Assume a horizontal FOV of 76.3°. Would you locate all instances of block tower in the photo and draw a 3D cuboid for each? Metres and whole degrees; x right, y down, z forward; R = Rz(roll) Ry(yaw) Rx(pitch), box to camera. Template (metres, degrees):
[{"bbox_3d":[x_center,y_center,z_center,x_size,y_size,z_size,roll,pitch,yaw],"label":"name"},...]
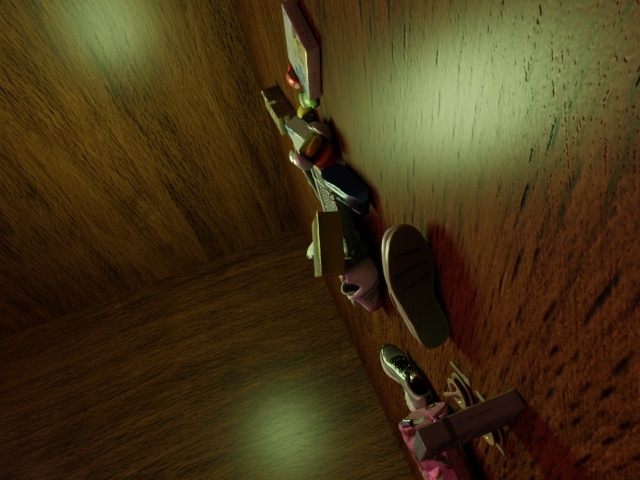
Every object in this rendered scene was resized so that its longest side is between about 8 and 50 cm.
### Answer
[{"bbox_3d":[-0.199,-0.636,1.971,0.097,0.090,0.336,76,171,-46],"label":"block tower"}]

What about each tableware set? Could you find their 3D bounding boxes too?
[{"bbox_3d":[0.336,0.379,0.916,0.194,0.039,0.128,-124,15,-66],"label":"tableware set"}]

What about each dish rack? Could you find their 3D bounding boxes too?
[{"bbox_3d":[0.060,-0.129,1.496,0.285,0.072,0.333,-122,13,-57],"label":"dish rack"}]

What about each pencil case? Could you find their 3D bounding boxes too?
[{"bbox_3d":[0.360,0.656,1.114,0.167,0.160,0.386,13,-130,-61],"label":"pencil case"}]

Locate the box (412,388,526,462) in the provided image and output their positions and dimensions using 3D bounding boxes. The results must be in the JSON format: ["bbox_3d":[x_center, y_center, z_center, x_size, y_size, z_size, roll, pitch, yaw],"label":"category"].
[{"bbox_3d":[0.262,0.338,0.738,0.145,0.186,0.038,77,172,-54],"label":"box"}]

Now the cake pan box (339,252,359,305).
[{"bbox_3d":[0.120,0.125,1.852,0.246,0.070,0.267,-120,11,-45],"label":"cake pan box"}]

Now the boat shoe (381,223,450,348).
[{"bbox_3d":[0.192,0.097,0.898,0.103,0.113,0.303,41,152,66],"label":"boat shoe"}]

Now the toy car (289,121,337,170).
[{"bbox_3d":[-0.010,-0.295,1.344,0.136,0.159,0.182,32,-172,-21],"label":"toy car"}]

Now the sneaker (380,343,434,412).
[{"bbox_3d":[0.289,0.439,1.345,0.271,0.100,0.108,-126,25,-48],"label":"sneaker"}]

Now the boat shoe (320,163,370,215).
[{"bbox_3d":[0.067,-0.148,1.220,0.258,0.108,0.089,-116,4,-54],"label":"boat shoe"}]

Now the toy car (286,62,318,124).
[{"bbox_3d":[-0.059,-0.492,1.400,0.225,0.053,0.239,-123,14,-64],"label":"toy car"}]

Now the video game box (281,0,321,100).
[{"bbox_3d":[-0.053,-0.549,1.189,0.205,0.048,0.187,86,164,-71],"label":"video game box"}]

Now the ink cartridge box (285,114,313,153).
[{"bbox_3d":[-0.053,-0.367,1.509,0.104,0.060,0.180,41,173,24],"label":"ink cartridge box"}]

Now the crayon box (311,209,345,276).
[{"bbox_3d":[0.024,0.020,1.361,0.323,0.083,0.203,124,143,-84],"label":"crayon box"}]

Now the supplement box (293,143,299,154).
[{"bbox_3d":[-0.090,-0.418,1.915,0.083,0.054,0.043,76,171,-53],"label":"supplement box"}]

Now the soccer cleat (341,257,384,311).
[{"bbox_3d":[0.141,0.168,1.434,0.331,0.143,0.116,79,170,-56],"label":"soccer cleat"}]

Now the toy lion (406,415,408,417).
[{"bbox_3d":[0.348,0.646,1.465,0.096,0.100,0.034,104,148,-45],"label":"toy lion"}]

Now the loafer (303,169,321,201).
[{"bbox_3d":[-0.024,-0.267,1.659,0.087,0.094,0.251,-163,52,-77],"label":"loafer"}]

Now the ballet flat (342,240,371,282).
[{"bbox_3d":[0.116,0.073,1.425,0.188,0.070,0.070,-58,44,37],"label":"ballet flat"}]

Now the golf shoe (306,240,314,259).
[{"bbox_3d":[0.000,0.000,1.925,0.273,0.105,0.120,-61,-25,-59],"label":"golf shoe"}]
